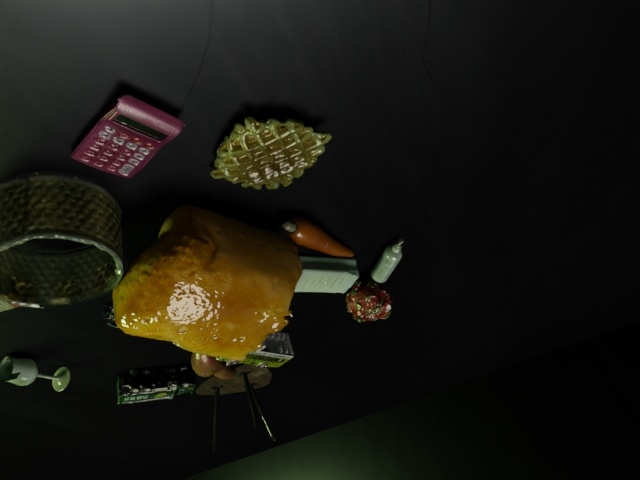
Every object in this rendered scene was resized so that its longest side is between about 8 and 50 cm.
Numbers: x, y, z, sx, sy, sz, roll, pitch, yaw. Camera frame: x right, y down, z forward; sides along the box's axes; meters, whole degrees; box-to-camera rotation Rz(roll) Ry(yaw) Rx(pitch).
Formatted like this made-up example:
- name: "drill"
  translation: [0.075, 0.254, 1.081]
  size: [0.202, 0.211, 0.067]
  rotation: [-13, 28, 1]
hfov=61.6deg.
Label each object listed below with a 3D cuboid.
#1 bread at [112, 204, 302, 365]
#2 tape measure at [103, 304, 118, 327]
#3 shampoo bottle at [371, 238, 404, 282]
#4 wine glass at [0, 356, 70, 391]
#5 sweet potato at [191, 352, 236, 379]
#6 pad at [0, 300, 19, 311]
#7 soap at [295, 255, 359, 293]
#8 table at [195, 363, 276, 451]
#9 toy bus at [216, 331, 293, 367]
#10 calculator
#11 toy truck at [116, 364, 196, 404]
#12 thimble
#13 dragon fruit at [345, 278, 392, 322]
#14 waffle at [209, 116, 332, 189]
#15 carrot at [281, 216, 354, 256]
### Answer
- name: "bread"
  translation: [-0.262, 0.127, 1.225]
  size: [0.394, 0.250, 0.361]
  rotation: [20, 115, -45]
- name: "tape measure"
  translation: [-0.536, 0.206, 1.464]
  size: [0.094, 0.054, 0.091]
  rotation: [-2, 148, -12]
- name: "shampoo bottle"
  translation: [0.205, 0.053, 1.579]
  size: [0.056, 0.056, 0.195]
  rotation: [-3, 146, -21]
- name: "wine glass"
  translation: [-0.844, 0.394, 1.585]
  size: [0.079, 0.079, 0.195]
  rotation: [-27, 149, 16]
- name: "sweet potato"
  translation: [-0.373, 0.424, 1.844]
  size: [0.109, 0.109, 0.385]
  rotation: [-14, 155, -4]
- name: "pad"
  translation: [-0.822, 0.206, 1.322]
  size: [0.249, 0.055, 0.323]
  rotation: [-17, 131, -2]
- name: "soap"
  translation: [0.004, 0.101, 1.549]
  size: [0.198, 0.063, 0.114]
  rotation: [3, 142, -30]
- name: "table"
  translation: [-0.321, 0.667, 2.105]
  size: [0.317, 0.249, 0.317]
  rotation: [-13, 148, -8]
- name: "toy bus"
  translation: [-0.213, 0.350, 1.800]
  size: [0.139, 0.113, 0.301]
  rotation: [-33, 148, 24]
- name: "calculator"
  translation: [-0.349, -0.184, 0.963]
  size: [0.190, 0.034, 0.126]
  rotation: [-31, 147, 32]
- name: "toy truck"
  translation: [-0.573, 0.503, 1.882]
  size: [0.259, 0.088, 0.121]
  rotation: [0, 143, -24]
- name: "thimble"
  translation: [-0.527, 0.009, 1.064]
  size: [0.270, 0.150, 0.271]
  rotation: [-12, 148, -8]
- name: "dragon fruit"
  translation: [0.148, 0.195, 1.722]
  size: [0.137, 0.135, 0.236]
  rotation: [-9, 169, -11]
- name: "waffle"
  translation: [-0.103, -0.172, 1.077]
  size: [0.207, 0.054, 0.214]
  rotation: [2, 150, -33]
- name: "carrot"
  translation: [0.000, 0.000, 1.403]
  size: [0.069, 0.069, 0.336]
  rotation: [-30, 153, 21]
